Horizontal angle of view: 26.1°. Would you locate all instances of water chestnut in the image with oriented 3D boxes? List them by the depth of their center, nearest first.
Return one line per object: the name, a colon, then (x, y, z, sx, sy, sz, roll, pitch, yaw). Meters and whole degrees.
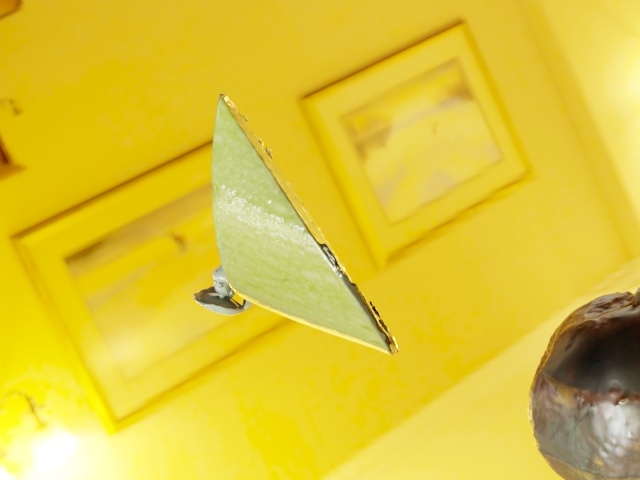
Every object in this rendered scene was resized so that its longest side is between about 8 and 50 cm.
water chestnut: (0.305, 0.159, 1.304, 0.223, 0.238, 0.224, -19, -168, 4)

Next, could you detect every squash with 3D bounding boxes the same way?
squash: (0.000, 0.000, 1.181, 0.155, 0.204, 0.237, 1, 165, 15)

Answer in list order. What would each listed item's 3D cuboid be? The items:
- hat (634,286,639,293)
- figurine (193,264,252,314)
hat: (0.462, 0.123, 1.750, 0.252, 0.110, 0.252, -55, -176, 6)
figurine: (-0.118, 0.053, 1.845, 0.094, 0.082, 0.086, -112, -137, -72)
